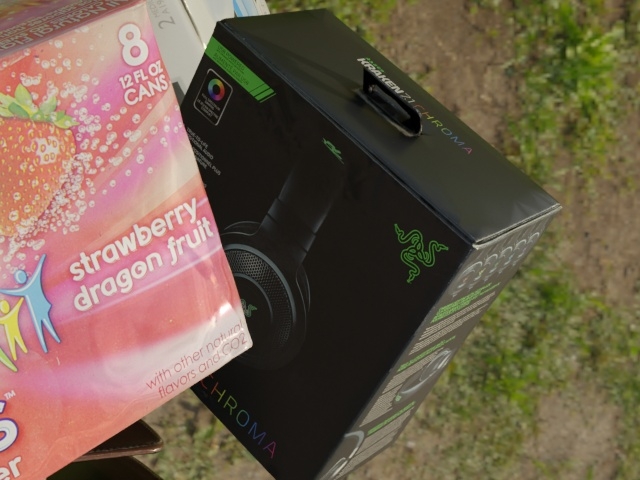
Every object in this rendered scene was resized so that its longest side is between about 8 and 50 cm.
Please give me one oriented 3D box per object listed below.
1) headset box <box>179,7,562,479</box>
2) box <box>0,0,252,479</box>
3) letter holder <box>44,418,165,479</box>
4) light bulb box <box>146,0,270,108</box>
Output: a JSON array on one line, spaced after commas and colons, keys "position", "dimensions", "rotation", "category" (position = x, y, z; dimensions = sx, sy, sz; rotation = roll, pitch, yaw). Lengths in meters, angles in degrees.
[{"position": [0.000, 0.000, 0.800], "dimensions": [0.131, 0.246, 0.283], "rotation": [-20, 148, -50], "category": "headset box"}, {"position": [-0.193, 0.029, 0.378], "dimensions": [0.300, 0.142, 0.154], "rotation": [-30, 118, -31], "category": "box"}, {"position": [-0.223, 0.203, 0.954], "dimensions": [0.214, 0.302, 0.152], "rotation": [-1, 100, -38], "category": "letter holder"}, {"position": [-0.217, -0.279, 1.352], "dimensions": [0.361, 0.225, 0.358], "rotation": [-94, 165, -44], "category": "light bulb box"}]
